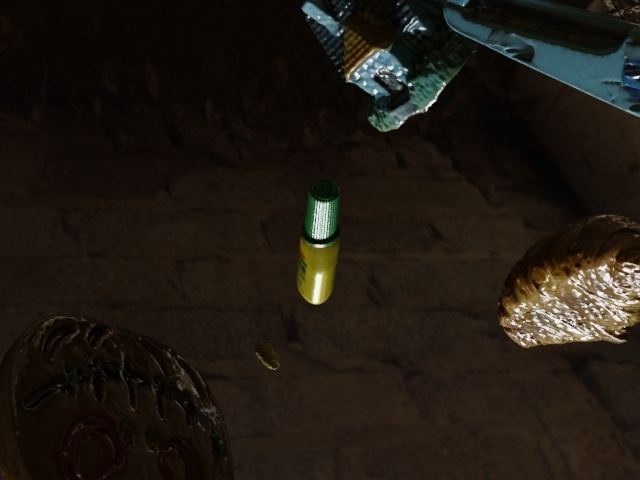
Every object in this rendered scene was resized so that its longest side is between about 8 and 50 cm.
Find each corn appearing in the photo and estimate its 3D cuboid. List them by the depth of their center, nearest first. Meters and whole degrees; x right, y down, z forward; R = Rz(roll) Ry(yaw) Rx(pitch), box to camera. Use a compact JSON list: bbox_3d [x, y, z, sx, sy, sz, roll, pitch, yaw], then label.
[{"bbox_3d":[-0.081,0.174,1.297,0.028,0.083,0.027,-37,110,-7],"label":"corn"}]

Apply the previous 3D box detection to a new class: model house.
[{"bbox_3d":[0.101,-0.351,1.388,0.241,0.225,0.261,32,149,-15],"label":"model house"}]

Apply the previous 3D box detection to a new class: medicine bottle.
[{"bbox_3d":[0.000,0.000,1.595,0.076,0.111,0.308,-3,143,-8],"label":"medicine bottle"}]

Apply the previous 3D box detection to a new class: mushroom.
[{"bbox_3d":[0.601,-0.384,1.627,0.227,0.226,0.178,2,145,-21],"label":"mushroom"}]

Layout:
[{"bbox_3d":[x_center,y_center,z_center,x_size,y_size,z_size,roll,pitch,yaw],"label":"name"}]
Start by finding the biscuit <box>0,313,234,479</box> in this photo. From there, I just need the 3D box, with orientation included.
[{"bbox_3d":[-0.225,0.248,1.018,0.063,0.314,0.367,-29,144,23],"label":"biscuit"}]

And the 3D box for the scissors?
[{"bbox_3d":[0.220,-0.106,0.535,0.032,0.393,0.180,-20,129,-34],"label":"scissors"}]

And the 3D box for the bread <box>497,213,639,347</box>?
[{"bbox_3d":[0.214,0.030,0.685,0.105,0.076,0.233,26,159,0],"label":"bread"}]
